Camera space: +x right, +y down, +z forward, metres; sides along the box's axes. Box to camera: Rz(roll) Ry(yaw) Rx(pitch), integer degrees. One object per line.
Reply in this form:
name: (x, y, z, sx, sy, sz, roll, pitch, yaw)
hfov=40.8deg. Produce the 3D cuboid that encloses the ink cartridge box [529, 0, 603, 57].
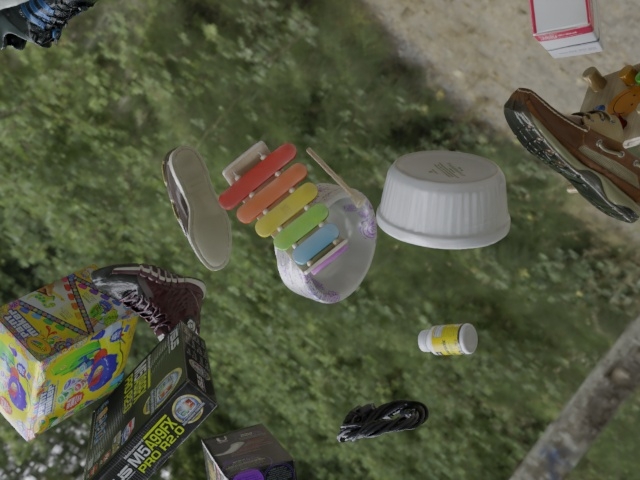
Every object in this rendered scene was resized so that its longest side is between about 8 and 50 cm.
ink cartridge box: (0.432, -0.430, 1.517, 0.100, 0.172, 0.237, -6, 179, 23)

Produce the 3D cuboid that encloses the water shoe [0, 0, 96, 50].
water shoe: (-0.354, -0.298, 1.142, 0.203, 0.080, 0.073, -2, -172, 34)

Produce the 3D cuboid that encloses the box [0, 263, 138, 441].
box: (-0.600, 0.255, 1.985, 0.177, 0.290, 0.279, 40, -138, 20)

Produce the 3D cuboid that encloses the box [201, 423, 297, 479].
box: (-0.166, 0.554, 2.020, 0.165, 0.143, 0.270, -11, -170, -18)

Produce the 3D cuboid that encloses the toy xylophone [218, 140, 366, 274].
toy xylophone: (-0.053, -0.084, 1.852, 0.322, 0.236, 0.081, 41, 172, 16)

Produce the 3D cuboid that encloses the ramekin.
ramekin: (0.250, -0.092, 1.740, 0.272, 0.127, 0.273, 0, -157, 0)

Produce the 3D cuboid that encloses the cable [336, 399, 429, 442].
cable: (0.110, 0.328, 1.539, 0.150, 0.047, 0.184, -7, -179, 25)

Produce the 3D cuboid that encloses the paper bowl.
paper bowl: (0.000, 0.000, 2.096, 0.148, 0.284, 0.284, 17, 171, 39)

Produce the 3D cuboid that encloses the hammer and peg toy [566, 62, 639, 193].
hammer and peg toy: (0.649, -0.254, 1.866, 0.127, 0.361, 0.266, 41, 149, -25)

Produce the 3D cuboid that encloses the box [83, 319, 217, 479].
box: (-0.258, 0.254, 1.295, 0.060, 0.216, 0.270, 42, -177, -17)

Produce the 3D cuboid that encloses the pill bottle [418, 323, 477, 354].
pill bottle: (0.269, 0.211, 1.827, 0.116, 0.065, 0.065, -9, 151, 40)

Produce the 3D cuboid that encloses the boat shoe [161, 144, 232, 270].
boat shoe: (-0.318, -0.080, 2.189, 0.096, 0.116, 0.324, -2, 109, 58)

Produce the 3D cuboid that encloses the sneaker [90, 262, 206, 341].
sneaker: (-0.342, 0.145, 1.764, 0.106, 0.163, 0.281, -21, 156, 38)

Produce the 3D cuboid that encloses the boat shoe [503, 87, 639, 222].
boat shoe: (0.436, -0.157, 1.417, 0.324, 0.120, 0.122, 35, -176, -28)
